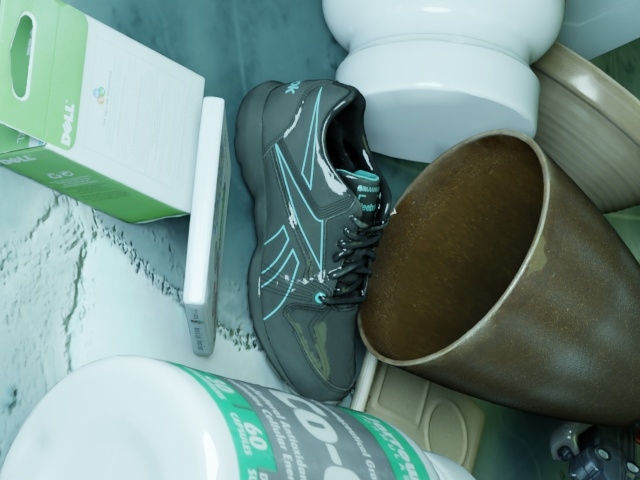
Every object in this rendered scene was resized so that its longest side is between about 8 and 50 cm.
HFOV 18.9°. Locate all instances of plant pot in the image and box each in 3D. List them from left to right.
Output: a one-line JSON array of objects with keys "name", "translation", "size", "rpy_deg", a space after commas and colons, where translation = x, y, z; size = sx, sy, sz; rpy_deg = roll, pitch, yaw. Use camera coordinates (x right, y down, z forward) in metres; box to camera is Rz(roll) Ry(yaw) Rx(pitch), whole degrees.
[{"name": "plant pot", "translation": [0.187, 0.057, 1.590], "size": [0.230, 0.215, 0.215], "rpy_deg": [33, 56, -28]}, {"name": "plant pot", "translation": [0.229, -0.095, 1.816], "size": [0.110, 0.237, 0.237], "rpy_deg": [-53, 133, -3]}]

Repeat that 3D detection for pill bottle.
[{"name": "pill bottle", "translation": [-0.036, 0.208, 1.350], "size": [0.361, 0.204, 0.204], "rpy_deg": [20, 67, -51]}, {"name": "pill bottle", "translation": [0.110, -0.263, 1.653], "size": [0.210, 0.210, 0.363], "rpy_deg": [27, 61, -49]}]

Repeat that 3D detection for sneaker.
[{"name": "sneaker", "translation": [0.000, 0.000, 1.533], "size": [0.101, 0.106, 0.267], "rpy_deg": [-12, 93, -56]}]

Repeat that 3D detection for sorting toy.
[{"name": "sorting toy", "translation": [0.071, 0.185, 1.654], "size": [0.208, 0.038, 0.193], "rpy_deg": [51, 45, -41]}]

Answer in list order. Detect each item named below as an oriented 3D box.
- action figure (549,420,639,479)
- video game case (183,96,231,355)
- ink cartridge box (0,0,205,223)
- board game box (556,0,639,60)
[{"name": "action figure", "translation": [0.266, 0.122, 1.781], "size": [0.330, 0.178, 0.341], "rpy_deg": [32, 36, -26]}, {"name": "video game case", "translation": [-0.083, -0.008, 1.424], "size": [0.143, 0.019, 0.157], "rpy_deg": [93, 2, -72]}, {"name": "ink cartridge box", "translation": [-0.173, -0.095, 1.348], "size": [0.209, 0.062, 0.109], "rpy_deg": [26, 63, -49]}, {"name": "board game box", "translation": [0.301, -0.337, 1.866], "size": [0.097, 0.224, 0.303], "rpy_deg": [46, 32, -37]}]
